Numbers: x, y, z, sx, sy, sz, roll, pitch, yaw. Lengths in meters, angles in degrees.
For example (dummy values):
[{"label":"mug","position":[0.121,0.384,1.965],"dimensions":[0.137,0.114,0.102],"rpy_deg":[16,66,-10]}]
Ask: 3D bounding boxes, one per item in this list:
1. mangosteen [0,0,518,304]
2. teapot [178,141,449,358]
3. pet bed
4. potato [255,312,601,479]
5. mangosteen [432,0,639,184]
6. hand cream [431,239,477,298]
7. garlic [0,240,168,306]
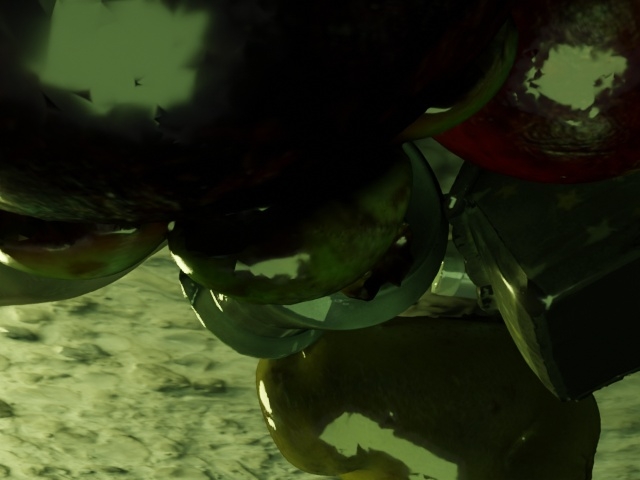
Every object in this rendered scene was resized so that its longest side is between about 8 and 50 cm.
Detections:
[{"label":"mangosteen","position":[-0.054,-0.128,0.500],"dimensions":[0.311,0.311,0.311],"rpy_deg":[5,154,2]},{"label":"teapot","position":[0.000,0.000,1.048],"dimensions":[0.203,0.171,0.225],"rpy_deg":[-11,167,-21]},{"label":"pet bed","position":[0.193,-0.006,0.997],"dimensions":[0.183,0.159,0.211],"rpy_deg":[-29,149,3]},{"label":"potato","position":[0.101,0.168,1.301],"dimensions":[0.351,0.202,0.218],"rpy_deg":[26,137,-20]},{"label":"mangosteen","position":[0.104,-0.152,0.658],"dimensions":[0.215,0.215,0.257],"rpy_deg":[-20,126,42]},{"label":"hand cream","position":[0.223,0.035,1.174],"dimensions":[0.255,0.048,0.079],"rpy_deg":[7,153,-4]},{"label":"garlic","position":[-0.186,-0.108,0.741],"dimensions":[0.317,0.259,0.317],"rpy_deg":[26,-174,-3]}]
